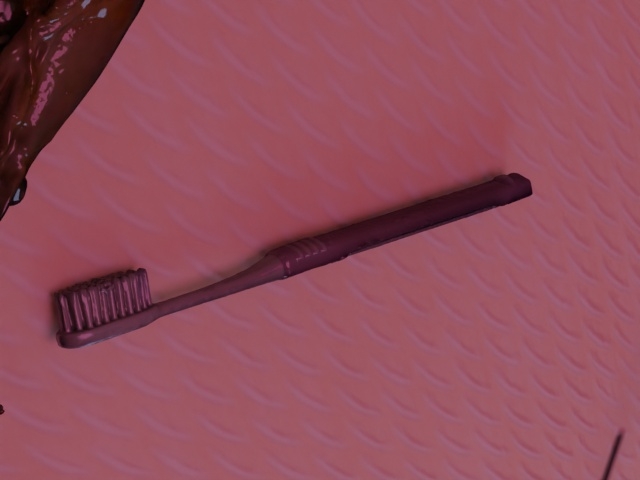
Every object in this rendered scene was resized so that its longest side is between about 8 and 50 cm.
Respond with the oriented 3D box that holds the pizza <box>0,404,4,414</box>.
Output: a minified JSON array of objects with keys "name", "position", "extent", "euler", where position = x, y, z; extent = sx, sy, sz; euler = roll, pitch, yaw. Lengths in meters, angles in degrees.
[{"name":"pizza","position":[-0.245,0.104,0.594],"extent":[0.287,0.075,0.280],"euler":[35,86,-44]}]

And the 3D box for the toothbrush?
[{"name":"toothbrush","position":[0.000,0.000,0.846],"extent":[0.354,0.024,0.029],"euler":[-17,109,-40]}]

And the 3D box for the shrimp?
[{"name":"shrimp","position":[-0.141,-0.074,0.632],"extent":[0.262,0.066,0.117],"euler":[-60,162,-10]}]
